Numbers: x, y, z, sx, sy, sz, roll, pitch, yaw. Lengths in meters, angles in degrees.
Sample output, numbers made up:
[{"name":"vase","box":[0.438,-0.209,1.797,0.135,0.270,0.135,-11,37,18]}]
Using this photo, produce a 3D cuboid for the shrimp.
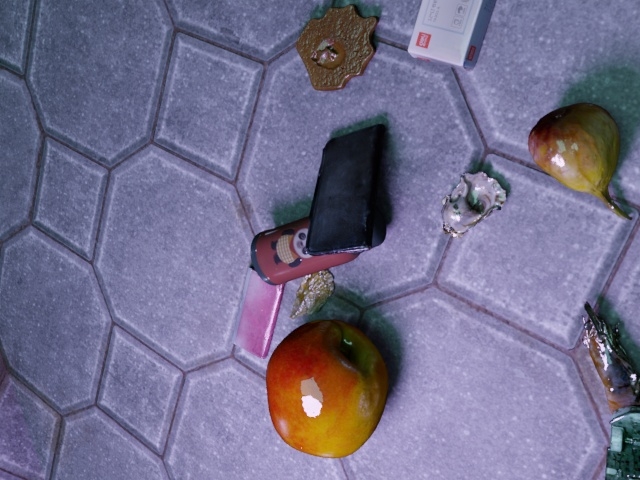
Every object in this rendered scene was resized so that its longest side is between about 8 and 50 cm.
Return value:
[{"name":"shrimp","box":[0.619,0.243,1.244,0.169,0.058,0.296,-23,90,27]}]

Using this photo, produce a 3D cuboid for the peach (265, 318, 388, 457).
[{"name":"peach","box":[0.007,0.355,1.510,0.308,0.308,0.332,36,129,22]}]

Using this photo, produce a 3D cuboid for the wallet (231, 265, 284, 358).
[{"name":"wallet","box":[-0.170,0.197,1.738,0.119,0.025,0.232,24,110,27]}]

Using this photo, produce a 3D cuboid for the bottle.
[{"name":"bottle","box":[0.000,0.000,1.537,0.336,0.144,0.144,-20,87,30]}]

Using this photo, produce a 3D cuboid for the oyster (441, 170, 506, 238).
[{"name":"oyster","box":[0.313,-0.077,1.379,0.108,0.053,0.166,44,112,-3]}]

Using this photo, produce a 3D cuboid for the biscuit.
[{"name":"biscuit","box":[0.049,-0.455,1.492,0.215,0.034,0.182,-26,85,30]}]

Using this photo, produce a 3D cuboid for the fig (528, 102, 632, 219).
[{"name":"fig","box":[0.511,-0.138,1.212,0.159,0.159,0.257,-34,99,31]}]

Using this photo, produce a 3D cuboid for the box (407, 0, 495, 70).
[{"name":"box","box":[0.286,-0.493,1.311,0.135,0.079,0.269,25,110,27]}]

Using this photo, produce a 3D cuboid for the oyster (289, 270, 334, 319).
[{"name":"oyster","box":[-0.026,0.126,1.635,0.146,0.045,0.121,-23,71,32]}]

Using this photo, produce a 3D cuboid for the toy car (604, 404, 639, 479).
[{"name":"toy car","box":[0.614,0.422,1.213,0.136,0.125,0.305,3,118,24]}]

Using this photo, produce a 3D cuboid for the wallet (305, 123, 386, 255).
[{"name":"wallet","box":[0.058,-0.110,1.441,0.172,0.045,0.318,-10,58,32]}]
